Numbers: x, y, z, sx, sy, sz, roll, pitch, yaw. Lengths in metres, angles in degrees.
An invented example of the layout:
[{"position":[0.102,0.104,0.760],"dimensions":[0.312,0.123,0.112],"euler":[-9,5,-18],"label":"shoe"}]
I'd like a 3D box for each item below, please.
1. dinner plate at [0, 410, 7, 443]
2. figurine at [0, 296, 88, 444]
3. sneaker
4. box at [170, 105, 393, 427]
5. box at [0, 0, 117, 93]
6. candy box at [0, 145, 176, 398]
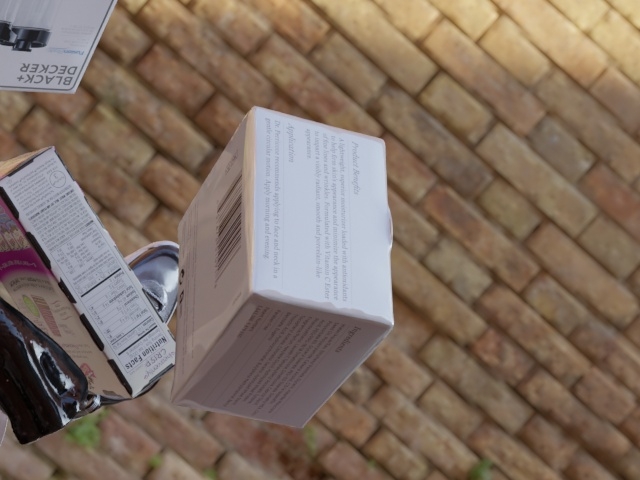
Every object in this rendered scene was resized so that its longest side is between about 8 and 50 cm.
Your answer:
[{"position":[-0.426,0.220,1.757],"dimensions":[0.017,0.141,0.141],"euler":[26,15,-48],"label":"dinner plate"},{"position":[-0.343,0.096,1.264],"dimensions":[0.209,0.215,0.092],"euler":[61,11,-17],"label":"figurine"},{"position":[-0.223,0.110,1.775],"dimensions":[0.101,0.268,0.153],"euler":[46,-25,-22],"label":"sneaker"},{"position":[-0.033,0.025,1.160],"dimensions":[0.119,0.182,0.181],"euler":[14,52,-20],"label":"box"},{"position":[-0.287,-0.289,1.509],"dimensions":[0.169,0.290,0.087],"euler":[-1,45,-42],"label":"box"},{"position":[-0.239,0.033,1.372],"dimensions":[0.159,0.071,0.233],"euler":[-5,-62,60],"label":"candy box"}]
